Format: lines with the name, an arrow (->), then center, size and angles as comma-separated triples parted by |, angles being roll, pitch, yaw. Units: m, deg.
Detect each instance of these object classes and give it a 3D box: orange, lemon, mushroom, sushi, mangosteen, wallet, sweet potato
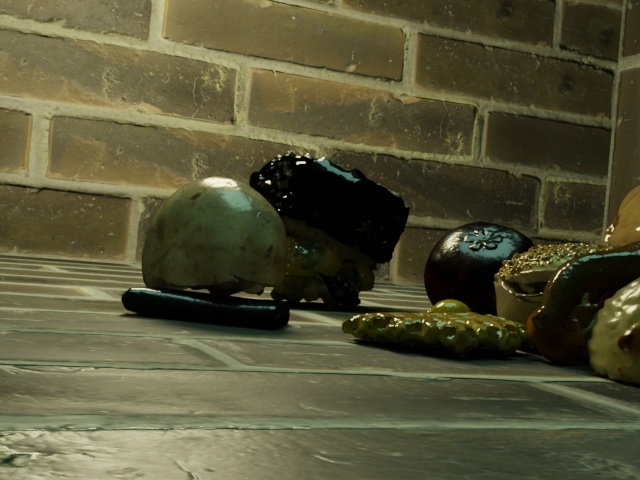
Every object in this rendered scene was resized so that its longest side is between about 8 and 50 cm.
orange -> 0.320, 0.132, 1.249 | 0.086, 0.086, 0.062 | 5, -43, -27
lemon -> 0.210, 0.126, 1.479 | 0.083, 0.062, 0.062 | 5, 0, -3
mushroom -> -0.158, -0.005, 1.455 | 0.253, 0.189, 0.195 | 2, -6, 36
sushi -> 0.000, 0.000, 1.894 | 0.328, 0.285, 0.328 | 29, -15, -36
mangosteen -> 0.292, 0.074, 1.649 | 0.216, 0.216, 0.216 | 5, 0, 0
wallet -> -0.175, 0.102, 1.411 | 0.250, 0.044, 0.149 | 5, -4, 9
sweet potato -> 0.382, 0.051, 1.232 | 0.233, 0.081, 0.062 | -17, -31, -11

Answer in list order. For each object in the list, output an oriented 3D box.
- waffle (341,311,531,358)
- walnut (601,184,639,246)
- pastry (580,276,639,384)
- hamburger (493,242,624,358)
waffle -> 0.168, 0.129, 1.301 | 0.245, 0.052, 0.254 | 4, 0, 40
walnut -> 0.761, 0.046, 1.853 | 0.383, 0.384, 0.383 | 5, 0, 0
pastry -> 0.471, 0.098, 1.121 | 0.256, 0.170, 0.237 | 0, -2, -11
hamburger -> 0.413, 0.089, 1.410 | 0.302, 0.170, 0.302 | 5, 0, 0
